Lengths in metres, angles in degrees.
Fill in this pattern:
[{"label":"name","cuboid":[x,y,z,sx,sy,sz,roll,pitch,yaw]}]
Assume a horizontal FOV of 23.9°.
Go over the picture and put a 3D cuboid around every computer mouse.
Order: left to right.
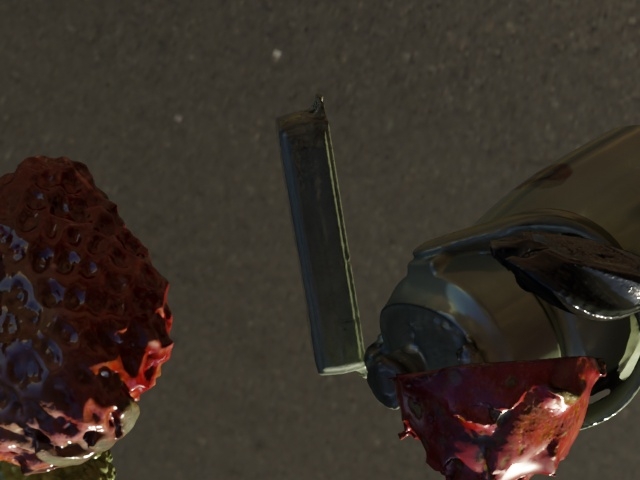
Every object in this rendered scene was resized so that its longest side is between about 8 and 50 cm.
[{"label":"computer mouse","cuboid":[0.173,0.027,1.033,0.135,0.079,0.047,10,105,-26]}]

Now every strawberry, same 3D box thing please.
[{"label":"strawberry","cuboid":[-0.297,0.069,1.554,0.265,0.336,0.149,-26,157,33]}]

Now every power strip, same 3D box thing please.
[{"label":"power strip","cuboid":[0.000,0.000,1.415,0.052,0.078,0.272,-11,105,-2]}]

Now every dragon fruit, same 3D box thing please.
[{"label":"dragon fruit","cuboid":[0.127,0.136,1.046,0.153,0.111,0.153,-6,177,0]}]

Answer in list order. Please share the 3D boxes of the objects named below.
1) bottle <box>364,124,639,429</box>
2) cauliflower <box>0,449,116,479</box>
[{"label":"bottle","cuboid":[0.204,0.049,1.341,0.229,0.351,0.229,33,137,38]},{"label":"cauliflower","cuboid":[-0.403,0.342,1.960,0.260,0.327,0.281,28,145,-6]}]
